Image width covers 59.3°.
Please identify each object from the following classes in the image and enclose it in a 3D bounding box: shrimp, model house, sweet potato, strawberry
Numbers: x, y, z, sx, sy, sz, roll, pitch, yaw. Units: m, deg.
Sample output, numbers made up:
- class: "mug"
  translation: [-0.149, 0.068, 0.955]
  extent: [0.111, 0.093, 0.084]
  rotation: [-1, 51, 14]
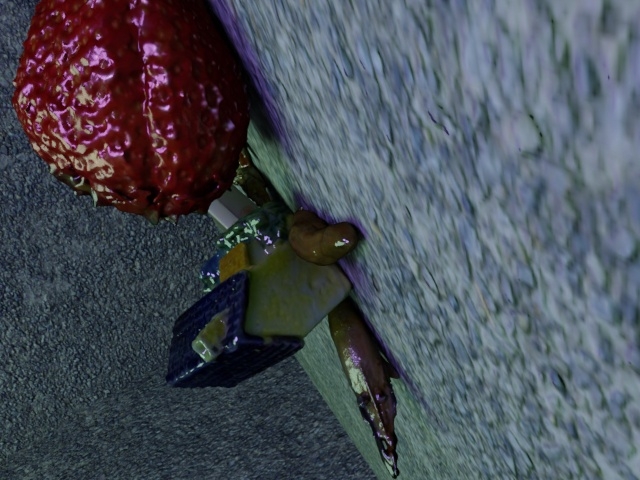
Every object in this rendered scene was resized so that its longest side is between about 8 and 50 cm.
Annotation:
- class: "shrimp"
  translation: [0.073, 0.185, 0.765]
  extent: [0.117, 0.066, 0.262]
  rotation: [49, -162, -61]
- class: "shrimp"
  translation: [-0.108, -0.110, 0.869]
  extent: [0.162, 0.045, 0.095]
  rotation: [-126, 33, -44]
- class: "model house"
  translation: [-0.110, 0.086, 0.698]
  extent: [0.194, 0.211, 0.170]
  rotation: [-34, 95, 41]
- class: "sweet potato"
  translation: [0.001, 0.002, 0.616]
  extent: [0.053, 0.054, 0.182]
  rotation: [56, 168, -16]
- class: "strawberry"
  translation: [-0.202, -0.175, 0.611]
  extent: [0.238, 0.250, 0.288]
  rotation: [-128, 37, -59]

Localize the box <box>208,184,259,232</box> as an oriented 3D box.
- class: "box"
  translation: [-0.095, 0.005, 0.903]
  extent: [0.141, 0.058, 0.201]
  rotation: [41, 171, 21]
